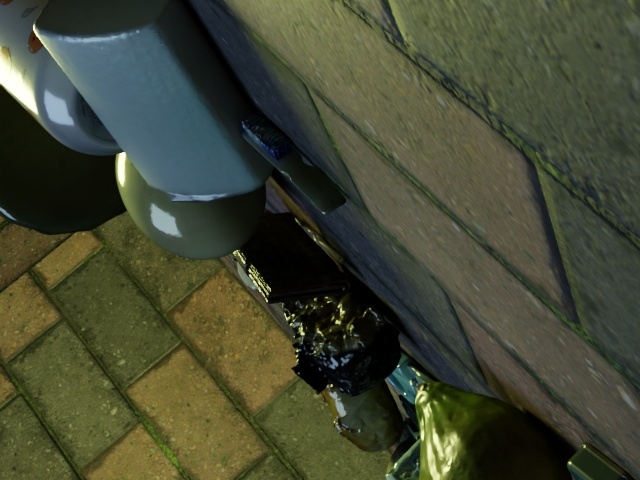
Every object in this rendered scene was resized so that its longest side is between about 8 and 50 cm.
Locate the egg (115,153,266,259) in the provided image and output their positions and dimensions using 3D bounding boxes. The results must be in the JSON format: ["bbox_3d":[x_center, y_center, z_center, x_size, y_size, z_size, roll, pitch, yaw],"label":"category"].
[{"bbox_3d":[-0.183,-0.084,1.837,0.253,0.188,0.188,45,171,34],"label":"egg"}]

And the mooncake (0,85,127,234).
[{"bbox_3d":[-0.444,-0.186,2.285,0.356,0.356,0.194,51,171,-9],"label":"mooncake"}]

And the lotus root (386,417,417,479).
[{"bbox_3d":[0.211,0.448,2.238,0.349,0.175,0.175,53,177,43],"label":"lotus root"}]

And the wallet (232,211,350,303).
[{"bbox_3d":[-0.056,0.023,1.867,0.230,0.124,0.042,-129,36,-55],"label":"wallet"}]

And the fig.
[{"bbox_3d":[0.188,0.258,1.463,0.167,0.167,0.233,54,-165,-26],"label":"fig"}]

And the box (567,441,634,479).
[{"bbox_3d":[0.289,0.258,1.286,0.126,0.031,0.091,56,171,-30],"label":"box"}]

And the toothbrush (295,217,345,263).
[{"bbox_3d":[0.000,0.000,1.864,0.013,0.011,0.131,28,-171,-41],"label":"toothbrush"}]

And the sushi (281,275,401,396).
[{"bbox_3d":[0.013,0.122,1.868,0.115,0.147,0.212,50,-178,-40],"label":"sushi"}]

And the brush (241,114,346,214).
[{"bbox_3d":[-0.033,-0.090,1.511,0.178,0.033,0.030,45,157,39],"label":"brush"}]

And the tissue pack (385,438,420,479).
[{"bbox_3d":[0.277,0.452,1.856,0.287,0.162,0.388,44,172,43],"label":"tissue pack"}]

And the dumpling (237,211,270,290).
[{"bbox_3d":[-0.090,0.018,2.203,0.188,0.108,0.127,-73,-32,-78],"label":"dumpling"}]

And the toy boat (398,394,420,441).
[{"bbox_3d":[0.165,0.289,2.157,0.141,0.060,0.055,47,174,49],"label":"toy boat"}]

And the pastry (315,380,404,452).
[{"bbox_3d":[0.049,0.250,2.266,0.257,0.120,0.236,62,180,-27],"label":"pastry"}]

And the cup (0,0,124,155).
[{"bbox_3d":[-0.327,-0.252,1.784,0.317,0.212,0.212,42,169,47],"label":"cup"}]

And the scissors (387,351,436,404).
[{"bbox_3d":[0.151,0.208,1.927,0.193,0.029,0.447,53,170,-21],"label":"scissors"}]

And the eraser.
[{"bbox_3d":[-0.190,-0.171,1.586,0.189,0.104,0.290,7,146,33],"label":"eraser"}]
